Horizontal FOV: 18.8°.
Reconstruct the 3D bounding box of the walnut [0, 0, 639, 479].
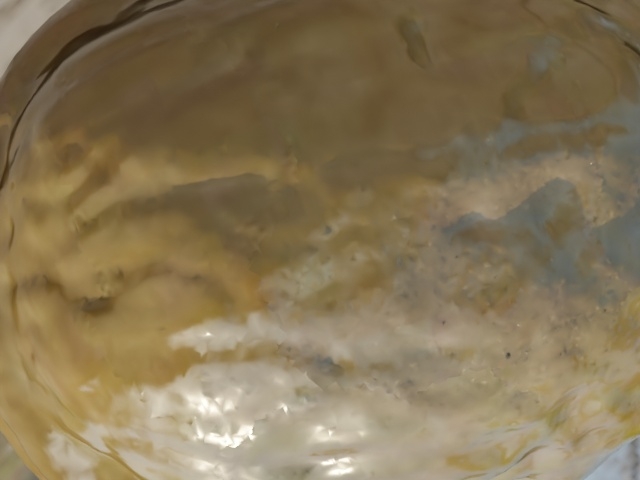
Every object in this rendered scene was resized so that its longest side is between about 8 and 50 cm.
[{"bbox_3d":[0.000,0.004,0.863,0.344,0.306,0.306,-6,171,-14],"label":"walnut"}]
